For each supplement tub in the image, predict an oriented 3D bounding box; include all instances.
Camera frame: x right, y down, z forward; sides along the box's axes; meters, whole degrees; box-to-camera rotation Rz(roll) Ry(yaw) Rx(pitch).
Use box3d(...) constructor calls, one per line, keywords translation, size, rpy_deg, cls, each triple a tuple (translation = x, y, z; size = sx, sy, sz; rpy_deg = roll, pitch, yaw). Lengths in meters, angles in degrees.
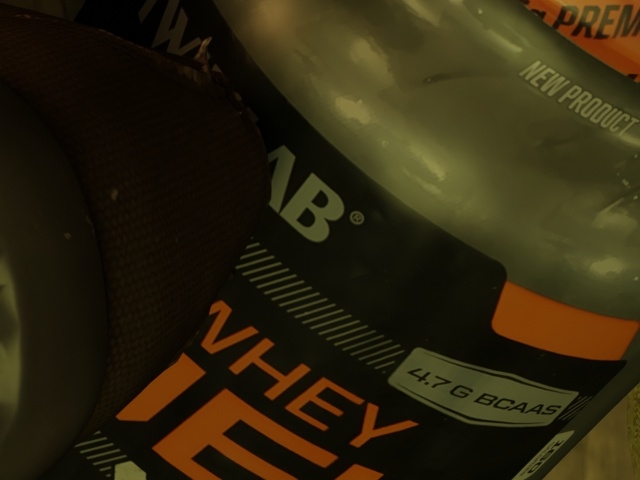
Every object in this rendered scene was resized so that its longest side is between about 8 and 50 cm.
box3d(translation=(0.000, 0.000, 0.543), size=(0.193, 0.193, 0.316), rpy_deg=(30, 123, -12), cls="supplement tub")

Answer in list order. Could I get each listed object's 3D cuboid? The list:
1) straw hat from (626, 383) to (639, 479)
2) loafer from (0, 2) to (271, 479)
box3d(translation=(0.182, 0.056, 0.627), size=(0.144, 0.144, 0.061), rpy_deg=(-39, 150, 29), cls="straw hat")
box3d(translation=(-0.158, -0.002, 0.477), size=(0.366, 0.130, 0.134), rpy_deg=(9, 108, 39), cls="loafer")
